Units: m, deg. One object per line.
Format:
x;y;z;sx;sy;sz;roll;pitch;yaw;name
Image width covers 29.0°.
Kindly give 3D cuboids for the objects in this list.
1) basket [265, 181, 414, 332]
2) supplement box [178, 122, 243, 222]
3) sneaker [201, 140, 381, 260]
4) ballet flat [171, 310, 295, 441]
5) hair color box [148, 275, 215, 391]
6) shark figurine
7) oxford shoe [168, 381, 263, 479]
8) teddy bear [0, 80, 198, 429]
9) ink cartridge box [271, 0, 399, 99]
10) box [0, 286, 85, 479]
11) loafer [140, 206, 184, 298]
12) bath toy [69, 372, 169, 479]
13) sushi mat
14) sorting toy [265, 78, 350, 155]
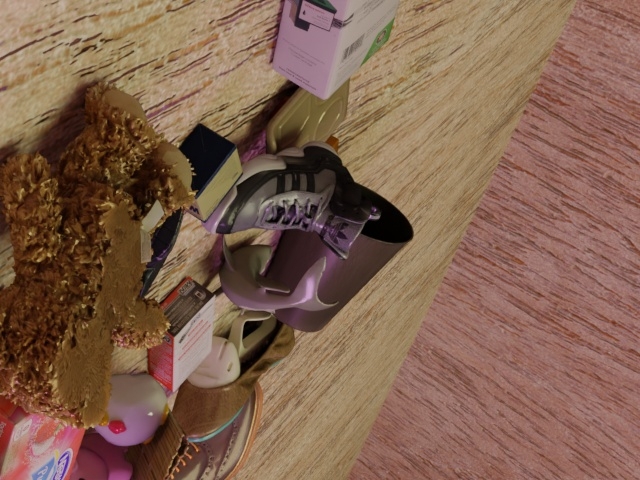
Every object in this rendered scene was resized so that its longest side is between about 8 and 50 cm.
0.010;0.030;2.037;0.227;0.204;0.154;-57;-156;29;basket
-0.143;-0.081;1.500;0.083;0.056;0.083;-54;165;-16;supplement box
-0.025;-0.039;1.623;0.268;0.153;0.101;-26;152;-48;sneaker
-0.140;0.192;2.019;0.342;0.116;0.124;-39;137;-52;ballet flat
-0.201;0.137;1.779;0.093;0.053;0.167;-48;164;-31;hair color box
-0.101;0.043;1.764;0.166;0.278;0.116;-21;110;-19;shark figurine
-0.224;0.374;2.068;0.364;0.130;0.133;-57;160;-2;oxford shoe
-0.227;0.010;1.189;0.245;0.113;0.338;33;64;-60;teddy bear
0.032;-0.310;1.525;0.160;0.092;0.219;-47;162;-38;ink cartridge box
-0.349;0.221;1.281;0.154;0.142;0.300;-38;156;-55;box
-0.207;0.005;1.485;0.170;0.062;0.061;-56;180;25;loafer
-0.325;0.319;1.635;0.348;0.129;0.151;-60;-150;17;bath toy
-0.238;0.287;1.672;0.151;0.019;0.316;-65;-161;1;sushi mat
-0.024;-0.152;1.798;0.229;0.041;0.307;-56;167;-24;sorting toy
